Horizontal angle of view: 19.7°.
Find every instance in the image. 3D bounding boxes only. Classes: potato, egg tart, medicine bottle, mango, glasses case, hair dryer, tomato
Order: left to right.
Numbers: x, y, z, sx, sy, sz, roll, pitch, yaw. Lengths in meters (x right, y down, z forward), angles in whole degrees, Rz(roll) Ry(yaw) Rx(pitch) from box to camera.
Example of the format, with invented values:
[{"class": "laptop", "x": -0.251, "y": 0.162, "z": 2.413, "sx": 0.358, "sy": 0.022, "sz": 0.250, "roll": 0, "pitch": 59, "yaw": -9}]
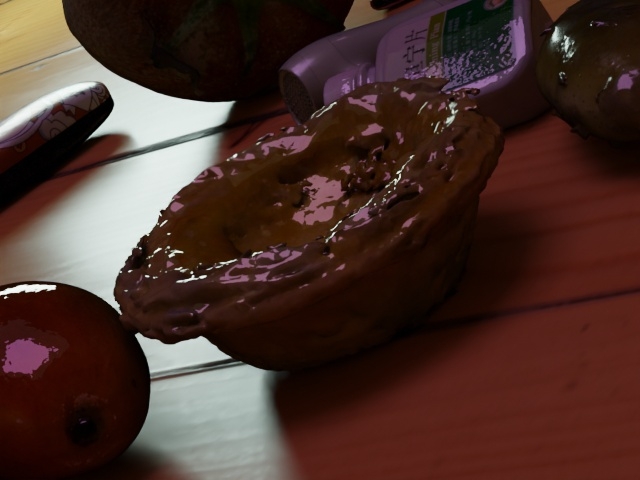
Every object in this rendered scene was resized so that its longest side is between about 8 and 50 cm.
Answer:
[{"class": "mango", "x": -0.215, "y": 0.098, "z": 1.253, "sx": 0.146, "sy": 0.129, "sz": 0.289, "roll": -38, "pitch": 15, "yaw": -33}, {"class": "glasses case", "x": -0.334, "y": -0.093, "z": 1.988, "sx": 0.266, "sy": 0.067, "sz": 0.103, "roll": -41, "pitch": 24, "yaw": -32}, {"class": "tomato", "x": -0.117, "y": -0.284, "z": 1.850, "sx": 0.303, "sy": 0.303, "sz": 0.239, "roll": -33, "pitch": 21, "yaw": -16}, {"class": "egg tart", "x": 0.000, "y": 0.000, "z": 1.212, "sx": 0.288, "sy": 0.118, "sz": 0.288, "roll": -20, "pitch": 20, "yaw": 7}, {"class": "hair dryer", "x": 0.101, "y": -0.153, "z": 1.587, "sx": 0.206, "sy": 0.075, "sz": 0.237, "roll": -30, "pitch": 26, "yaw": -25}, {"class": "medicine bottle", "x": 0.096, "y": -0.129, "z": 1.462, "sx": 0.183, "sy": 0.069, "sz": 0.119, "roll": -20, "pitch": 47, "yaw": 26}, {"class": "potato", "x": 0.210, "y": -0.121, "z": 1.283, "sx": 0.117, "sy": 0.090, "sz": 0.225, "roll": -29, "pitch": 15, "yaw": 11}]

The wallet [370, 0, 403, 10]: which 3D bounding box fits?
[{"class": "wallet", "x": 0.115, "y": -0.311, "z": 2.002, "sx": 0.119, "sy": 0.025, "sz": 0.232, "roll": -22, "pitch": 20, "yaw": 15}]
